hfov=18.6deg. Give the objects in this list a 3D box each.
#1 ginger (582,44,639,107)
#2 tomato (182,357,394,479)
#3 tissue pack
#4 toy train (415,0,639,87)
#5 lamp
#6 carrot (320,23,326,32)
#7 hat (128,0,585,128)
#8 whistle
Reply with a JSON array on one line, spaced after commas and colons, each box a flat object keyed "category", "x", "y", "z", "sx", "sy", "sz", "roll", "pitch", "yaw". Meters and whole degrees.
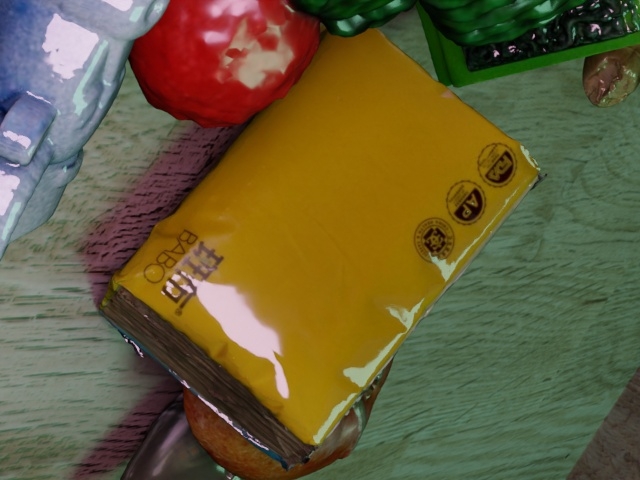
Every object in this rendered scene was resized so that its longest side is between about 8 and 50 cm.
[{"category": "ginger", "x": 0.346, "y": -0.281, "z": 1.904, "sx": 0.333, "sy": 0.081, "sz": 0.148, "roll": -59, "pitch": 168, "yaw": -24}, {"category": "tomato", "x": -0.008, "y": 0.079, "z": 1.545, "sx": 0.237, "sy": 0.095, "sz": 0.236, "roll": -18, "pitch": 112, "yaw": -55}, {"category": "tissue pack", "x": 0.000, "y": 0.000, "z": 1.392, "sx": 0.271, "sy": 0.192, "sz": 0.134, "roll": -51, "pitch": 179, "yaw": -17}, {"category": "toy train", "x": 0.188, "y": -0.195, "z": 1.493, "sx": 0.188, "sy": 0.243, "sz": 0.132, "roll": -31, "pitch": 106, "yaw": -56}, {"category": "lamp", "x": -0.093, "y": 0.170, "z": 1.614, "sx": 0.250, "sy": 0.101, "sz": 0.101, "roll": -39, "pitch": 155, "yaw": -46}, {"category": "carrot", "x": 0.025, "y": -0.189, "z": 1.393, "sx": 0.216, "sy": 0.048, "sz": 0.048, "roll": -37, "pitch": 154, "yaw": -50}, {"category": "hat", "x": 0.017, "y": -0.201, "z": 1.159, "sx": 0.332, "sy": 0.242, "sz": 0.274, "roll": -35, "pitch": 140, "yaw": 12}, {"category": "whistle", "x": -0.159, "y": -0.071, "z": 1.086, "sx": 0.180, "sy": 0.093, "sz": 0.269, "roll": -71, "pitch": -174, "yaw": -60}]
